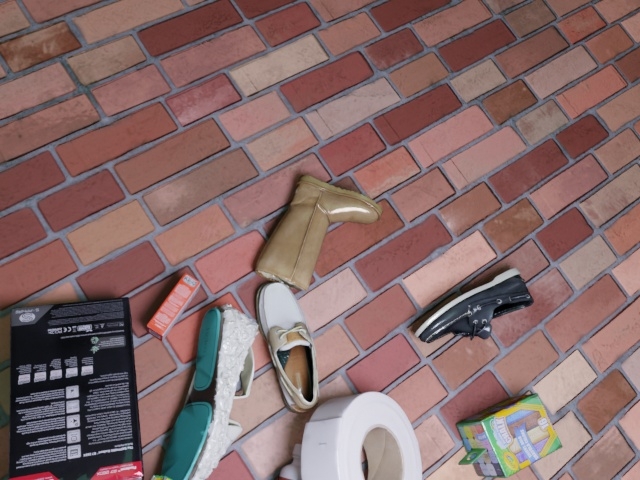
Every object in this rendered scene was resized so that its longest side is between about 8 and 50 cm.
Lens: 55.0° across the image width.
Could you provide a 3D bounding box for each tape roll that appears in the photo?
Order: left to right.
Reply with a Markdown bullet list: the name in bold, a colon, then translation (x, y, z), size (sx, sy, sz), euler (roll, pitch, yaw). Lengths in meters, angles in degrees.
- **tape roll**: translation (0.089, 0.456, 1.257), size (0.286, 0.100, 0.286), euler (25, 55, -42)

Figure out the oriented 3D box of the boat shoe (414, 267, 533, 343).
- **boat shoe**: translation (0.384, 0.183, 1.491), size (0.340, 0.127, 0.113), euler (-22, 67, -30)

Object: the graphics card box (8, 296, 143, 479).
- **graphics card box**: translation (-0.479, 0.303, 1.206), size (0.233, 0.094, 0.370), euler (-6, 65, -17)

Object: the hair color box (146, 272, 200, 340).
- **hair color box**: translation (-0.320, 0.145, 1.343), size (0.043, 0.072, 0.141), euler (34, 66, -2)

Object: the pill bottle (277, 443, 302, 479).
- **pill bottle**: translation (-0.038, 0.537, 1.258), size (0.121, 0.121, 0.216), euler (20, 68, -8)

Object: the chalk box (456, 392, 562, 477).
- **chalk box**: translation (0.407, 0.452, 1.402), size (0.213, 0.132, 0.132), euler (-17, 77, -21)

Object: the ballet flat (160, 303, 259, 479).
- **ballet flat**: translation (-0.209, 0.335, 1.282), size (0.147, 0.147, 0.408), euler (16, 68, -10)

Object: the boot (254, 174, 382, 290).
- **boot**: translation (0.000, 0.000, 1.476), size (0.236, 0.089, 0.269), euler (20, 67, 3)

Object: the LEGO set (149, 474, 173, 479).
- **LEGO set**: translation (-0.252, 0.602, 1.104), size (0.331, 0.255, 0.192), euler (39, 39, -12)

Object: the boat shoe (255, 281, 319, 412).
- **boat shoe**: translation (-0.062, 0.228, 1.366), size (0.113, 0.103, 0.302), euler (-15, 76, -19)
